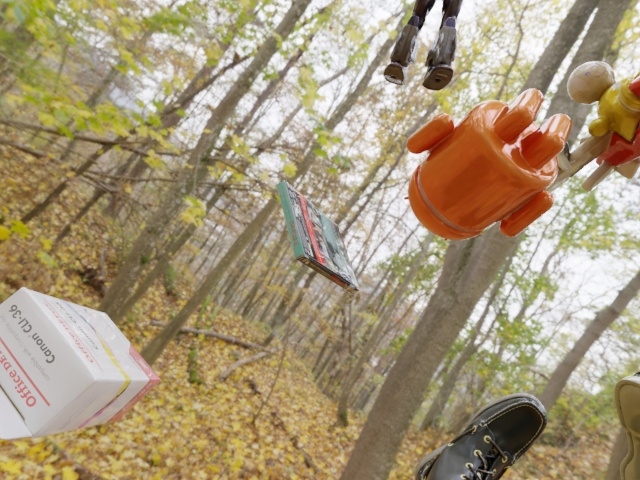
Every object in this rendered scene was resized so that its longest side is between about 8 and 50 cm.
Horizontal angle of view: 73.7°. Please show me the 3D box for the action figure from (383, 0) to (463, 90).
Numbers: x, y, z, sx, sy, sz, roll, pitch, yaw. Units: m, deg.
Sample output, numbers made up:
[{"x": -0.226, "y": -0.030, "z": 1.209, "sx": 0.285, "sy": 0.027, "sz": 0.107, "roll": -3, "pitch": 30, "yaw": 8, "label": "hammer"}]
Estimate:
[{"x": 0.186, "y": -0.377, "z": 0.644, "sx": 0.185, "sy": 0.285, "sz": 0.099, "roll": 16, "pitch": -1, "yaw": 12, "label": "action figure"}]

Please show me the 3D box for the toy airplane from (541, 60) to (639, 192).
[{"x": 0.632, "y": -0.260, "z": 0.901, "sx": 0.272, "sy": 0.386, "sz": 0.384, "roll": 49, "pitch": -39, "yaw": 9, "label": "toy airplane"}]

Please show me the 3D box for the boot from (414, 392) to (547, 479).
[{"x": 0.221, "y": 0.321, "z": 0.587, "sx": 0.085, "sy": 0.236, "sz": 0.178, "roll": 49, "pitch": 14, "yaw": 12, "label": "boot"}]

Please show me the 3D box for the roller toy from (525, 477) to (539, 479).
[{"x": 0.450, "y": 0.580, "z": 0.803, "sx": 0.191, "sy": 0.209, "sz": 0.146, "roll": 24, "pitch": -40, "yaw": -14, "label": "roller toy"}]

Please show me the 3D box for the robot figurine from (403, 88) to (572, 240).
[{"x": 0.194, "y": -0.083, "z": 0.533, "sx": 0.158, "sy": 0.128, "sz": 0.219, "roll": 10, "pitch": -33, "yaw": -22, "label": "robot figurine"}]

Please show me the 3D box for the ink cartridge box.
[{"x": -0.246, "y": 0.117, "z": 0.413, "sx": 0.115, "sy": 0.067, "sz": 0.198, "roll": 44, "pitch": -13, "yaw": 12, "label": "ink cartridge box"}]

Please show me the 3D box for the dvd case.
[{"x": 0.000, "y": 0.000, "z": 0.437, "sx": 0.119, "sy": 0.013, "sz": 0.087, "roll": 34, "pitch": 33, "yaw": -54, "label": "dvd case"}]

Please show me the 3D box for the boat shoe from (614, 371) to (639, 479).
[{"x": 0.632, "y": 0.386, "z": 0.781, "sx": 0.127, "sy": 0.113, "sz": 0.340, "roll": -175, "pitch": -114, "yaw": -72, "label": "boat shoe"}]
